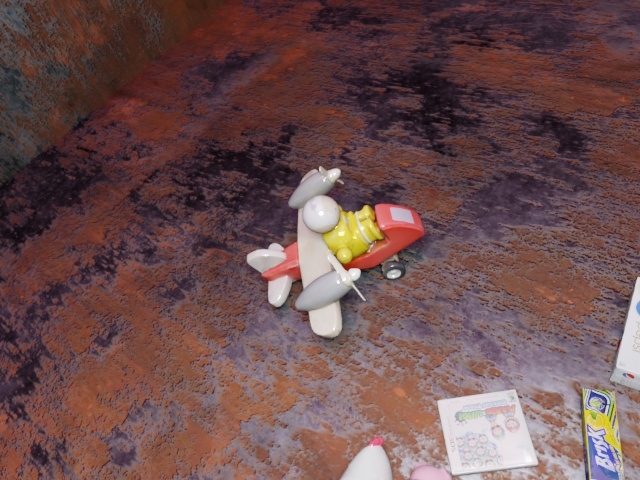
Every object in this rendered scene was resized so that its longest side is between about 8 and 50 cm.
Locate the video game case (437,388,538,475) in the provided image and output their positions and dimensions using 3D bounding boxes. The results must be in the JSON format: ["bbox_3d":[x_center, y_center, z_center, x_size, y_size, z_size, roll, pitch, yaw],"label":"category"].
[{"bbox_3d":[0.317,0.368,0.982,0.157,0.019,0.143,-11,50,9],"label":"video game case"}]

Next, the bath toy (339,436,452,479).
[{"bbox_3d":[0.197,0.445,0.881,0.348,0.151,0.129,6,63,35],"label":"bath toy"}]

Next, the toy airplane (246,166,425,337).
[{"bbox_3d":[0.000,0.000,1.217,0.386,0.272,0.384,28,65,33],"label":"toy airplane"}]

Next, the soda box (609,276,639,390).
[{"bbox_3d":[0.635,0.182,0.998,0.073,0.069,0.216,17,60,28],"label":"soda box"}]

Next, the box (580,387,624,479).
[{"bbox_3d":[0.499,0.356,0.906,0.054,0.059,0.169,0,52,20],"label":"box"}]
